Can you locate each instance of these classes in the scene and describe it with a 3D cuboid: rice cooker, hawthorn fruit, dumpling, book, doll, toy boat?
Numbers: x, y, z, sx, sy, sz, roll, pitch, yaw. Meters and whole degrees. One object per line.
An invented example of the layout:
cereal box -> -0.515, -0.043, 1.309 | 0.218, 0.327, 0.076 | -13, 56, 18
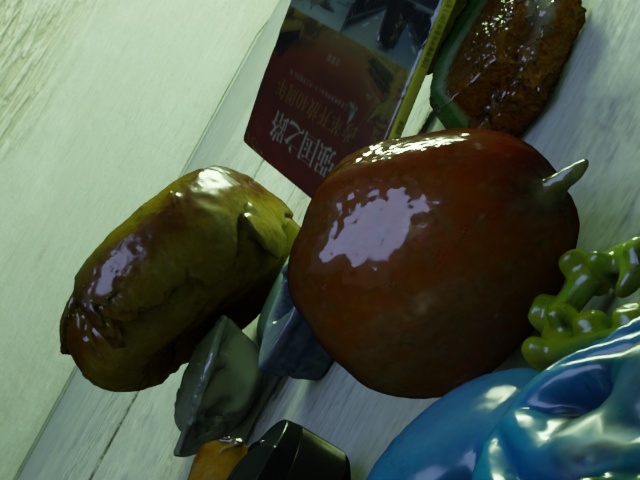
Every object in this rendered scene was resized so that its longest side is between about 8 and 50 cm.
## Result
rice cooker -> -0.038, 0.234, 1.055 | 0.112, 0.106, 0.165 | -40, 29, 56
hawthorn fruit -> 0.099, 0.000, 0.897 | 0.251, 0.199, 0.199 | -31, 30, 41
dumpling -> -0.126, 0.184, 1.493 | 0.176, 0.092, 0.150 | -51, 12, 37
book -> 0.042, -0.228, 1.321 | 0.262, 0.028, 0.373 | 40, 113, 50
doll -> 0.135, 0.109, 0.667 | 0.346, 0.098, 0.341 | -45, 10, -34
toy boat -> 0.007, 0.027, 1.362 | 0.127, 0.078, 0.283 | -35, 29, 60

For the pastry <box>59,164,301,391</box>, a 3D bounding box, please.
pastry -> -0.170, 0.054, 1.568 | 0.356, 0.164, 0.356 | -41, -13, -12

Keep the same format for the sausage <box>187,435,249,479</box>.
sausage -> -0.110, 0.316, 1.167 | 0.109, 0.109, 0.270 | -42, 23, 54

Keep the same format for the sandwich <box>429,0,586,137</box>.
sandwich -> 0.163, -0.163, 1.173 | 0.235, 0.079, 0.159 | -65, 14, -19

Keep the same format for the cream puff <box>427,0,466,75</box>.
cream puff -> 0.114, -0.314, 1.432 | 0.282, 0.185, 0.281 | -14, 72, 50

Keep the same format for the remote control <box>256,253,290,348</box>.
remote control -> 0.001, 0.000, 1.500 | 0.293, 0.051, 0.103 | -62, 13, -9
